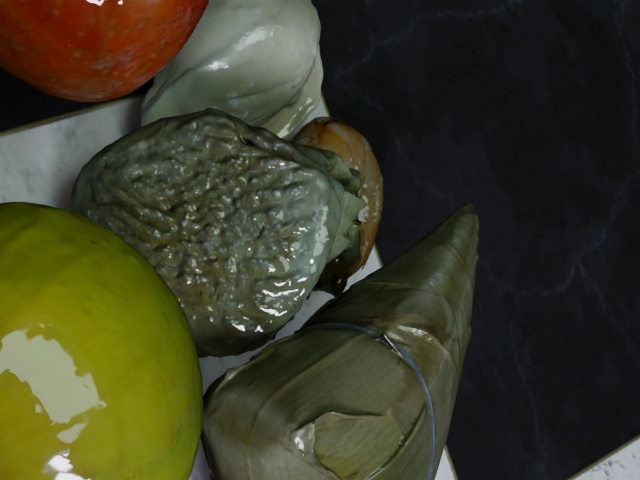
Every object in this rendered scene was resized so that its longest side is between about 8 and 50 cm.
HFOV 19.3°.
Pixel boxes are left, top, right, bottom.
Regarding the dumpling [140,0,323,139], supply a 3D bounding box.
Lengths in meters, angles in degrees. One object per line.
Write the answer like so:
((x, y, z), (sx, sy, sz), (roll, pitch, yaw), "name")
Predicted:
((-0.074, -0.163, 1.856), (0.252, 0.131, 0.179), (-55, 139, -27), "dumpling")

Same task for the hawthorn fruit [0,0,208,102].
((-0.218, -0.266, 1.653), (0.284, 0.284, 0.284), (15, 67, -41), "hawthorn fruit")

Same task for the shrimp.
((0.000, 0.000, 1.921), (0.152, 0.063, 0.287), (48, 47, -38), "shrimp")

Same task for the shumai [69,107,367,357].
((-0.090, 0.006, 1.743), (0.222, 0.260, 0.225), (55, 35, -74), "shumai")

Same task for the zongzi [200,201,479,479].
((0.048, 0.198, 1.753), (0.393, 0.174, 0.356), (-43, 142, -45), "zongzi")

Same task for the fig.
((-0.239, 0.119, 1.461), (0.343, 0.343, 0.343), (15, 67, -41), "fig")
